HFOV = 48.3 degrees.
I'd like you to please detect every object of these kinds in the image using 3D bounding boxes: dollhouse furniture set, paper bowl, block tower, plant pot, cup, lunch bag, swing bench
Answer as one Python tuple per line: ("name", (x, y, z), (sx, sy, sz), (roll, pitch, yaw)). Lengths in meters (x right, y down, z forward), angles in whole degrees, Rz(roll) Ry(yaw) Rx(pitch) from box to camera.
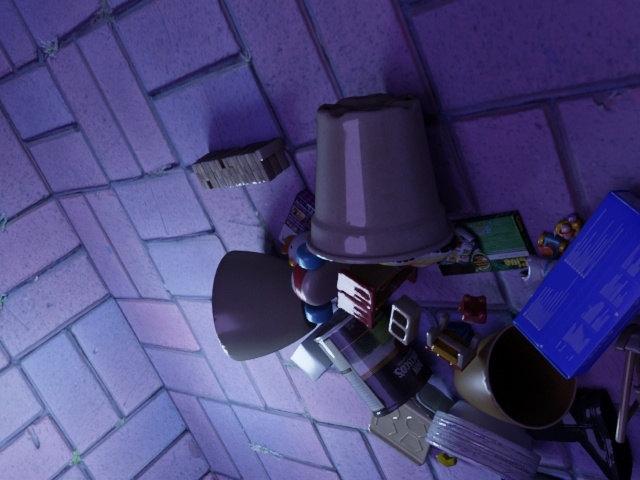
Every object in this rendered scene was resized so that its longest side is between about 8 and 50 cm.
("dollhouse furniture set", (0.236, 0.151, 1.717), (0.374, 0.201, 0.152), (34, 147, 26))
("paper bowl", (0.423, 0.509, 1.832), (0.284, 0.148, 0.284), (23, 169, 5))
("block tower", (-0.229, -0.209, 2.006), (0.335, 0.091, 0.097), (-4, 117, 47))
("plant pot", (0.117, -0.152, 1.557), (0.334, 0.334, 0.305), (11, 116, 40))
("cup", (-0.137, 0.184, 2.092), (0.237, 0.331, 0.331), (-5, 119, 20))
("lunch bag", (0.336, 0.246, 1.827), (0.098, 0.067, 0.065), (-5, 116, 48))
("swing bench", (0.730, 0.289, 1.394), (0.253, 0.165, 0.254), (12, 123, 40))
("plant pot", (0.428, 0.323, 1.693), (0.237, 0.237, 0.254), (52, 156, -2))

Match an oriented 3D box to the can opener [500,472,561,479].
("can opener", (0.573, 0.651, 1.942), (0.186, 0.073, 0.059), (-10, 74, 45))

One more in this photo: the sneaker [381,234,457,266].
("sneaker", (0.209, 0.032, 1.657), (0.094, 0.208, 0.081), (98, 168, -62))

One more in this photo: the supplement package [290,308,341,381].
("supplement package", (0.017, 0.309, 2.108), (0.105, 0.179, 0.105), (44, 142, 10))

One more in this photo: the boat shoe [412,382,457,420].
("boat shoe", (0.343, 0.476, 1.998), (0.228, 0.081, 0.069), (45, 163, -12))

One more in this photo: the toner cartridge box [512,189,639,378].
("toner cartridge box", (0.533, 0.088, 1.375), (0.165, 0.075, 0.348), (51, 129, 34))

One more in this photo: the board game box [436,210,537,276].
("board game box", (0.362, 0.012, 1.642), (0.260, 0.030, 0.136), (-9, 112, 48))

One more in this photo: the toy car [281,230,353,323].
("toy car", (-0.027, 0.053, 1.876), (0.238, 0.210, 0.219), (29, 139, 41))

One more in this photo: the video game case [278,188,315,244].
("video game case", (0.000, 0.000, 1.984), (0.232, 0.042, 0.210), (40, 141, 13))

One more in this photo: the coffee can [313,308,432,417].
("coffee can", (0.143, 0.316, 1.969), (0.275, 0.201, 0.201), (51, 142, 0))

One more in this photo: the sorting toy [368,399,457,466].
("sorting toy", (0.292, 0.586, 2.179), (0.307, 0.041, 0.229), (30, 134, 24))

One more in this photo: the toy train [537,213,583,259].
("toy train", (0.520, 0.017, 1.471), (0.125, 0.046, 0.166), (51, 142, 1))

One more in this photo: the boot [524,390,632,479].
("boot", (0.610, 0.467, 1.707), (0.207, 0.094, 0.246), (-13, 104, 46))

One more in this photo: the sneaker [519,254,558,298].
("sneaker", (0.472, 0.095, 1.552), (0.083, 0.071, 0.190), (25, 145, 29))
